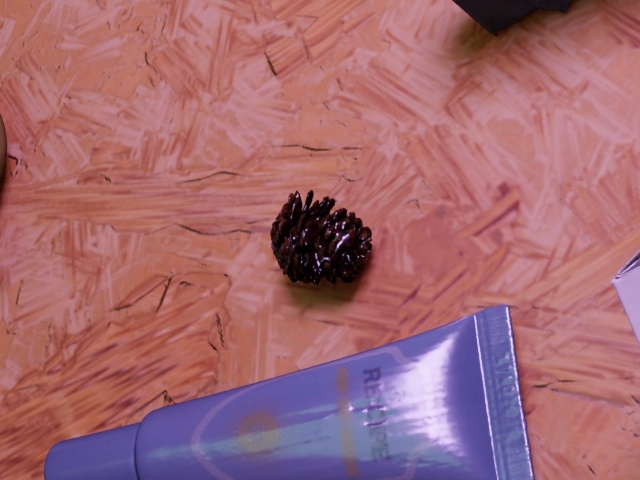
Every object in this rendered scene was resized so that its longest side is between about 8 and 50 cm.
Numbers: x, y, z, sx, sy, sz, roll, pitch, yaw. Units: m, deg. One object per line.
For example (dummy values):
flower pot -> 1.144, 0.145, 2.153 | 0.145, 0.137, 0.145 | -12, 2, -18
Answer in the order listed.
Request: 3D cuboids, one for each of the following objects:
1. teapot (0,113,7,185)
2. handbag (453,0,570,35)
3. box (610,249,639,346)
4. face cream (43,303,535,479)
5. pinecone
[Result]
teapot -> -0.391, -0.070, 1.275 | 0.269, 0.173, 0.182 | 60, 143, 8
handbag -> 0.191, -0.247, 0.987 | 0.229, 0.179, 0.062 | -24, 61, 28
box -> 0.307, 0.141, 0.761 | 0.145, 0.173, 0.333 | -27, 60, 18
face cream -> -0.032, 0.152, 1.011 | 0.385, 0.086, 0.135 | -14, 64, 20
pinecone -> 0.000, 0.000, 1.059 | 0.083, 0.077, 0.077 | 12, 76, 8
